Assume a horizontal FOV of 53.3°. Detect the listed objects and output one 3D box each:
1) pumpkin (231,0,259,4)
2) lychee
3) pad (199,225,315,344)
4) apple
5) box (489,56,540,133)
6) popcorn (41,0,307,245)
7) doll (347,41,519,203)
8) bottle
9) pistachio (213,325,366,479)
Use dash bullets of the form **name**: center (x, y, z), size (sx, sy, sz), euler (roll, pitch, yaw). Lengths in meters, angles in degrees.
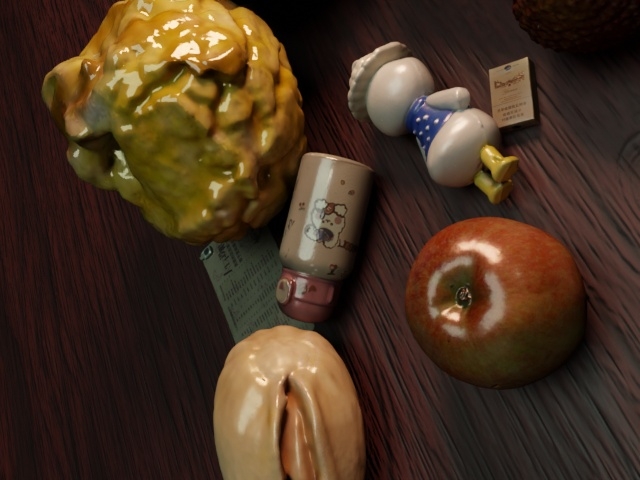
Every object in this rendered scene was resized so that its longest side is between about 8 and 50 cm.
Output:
- **pumpkin**: center (-0.119, -0.578, 0.970), size (0.453, 0.344, 0.455), euler (-7, 69, 19)
- **lychee**: center (0.295, -0.294, 0.680), size (0.194, 0.194, 0.195), euler (-9, 75, 38)
- **pad**: center (-0.113, 0.077, 1.048), size (0.159, 0.009, 0.265), euler (-43, 57, 24)
- **apple**: center (0.187, 0.067, 0.694), size (0.188, 0.173, 0.188), euler (-7, 79, 37)
- **box**: center (0.242, -0.180, 0.797), size (0.053, 0.024, 0.083), euler (-10, 73, 38)
- **popcorn**: center (-0.191, -0.195, 0.964), size (0.390, 0.354, 0.344), euler (37, 111, -5)
- **doll**: center (0.136, -0.158, 0.827), size (0.293, 0.119, 0.138), euler (46, 151, 32)
- **bottle**: center (0.000, 0.000, 0.905), size (0.109, 0.110, 0.234), euler (14, 89, 40)
- **pistachio**: center (-0.039, 0.272, 0.840), size (0.193, 0.214, 0.318), euler (-5, 83, -5)
